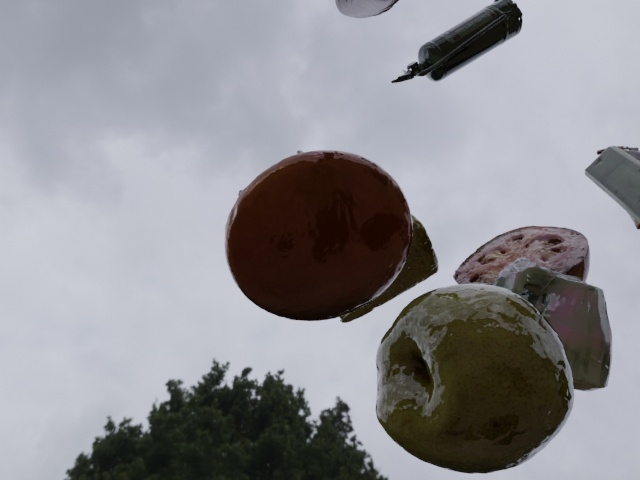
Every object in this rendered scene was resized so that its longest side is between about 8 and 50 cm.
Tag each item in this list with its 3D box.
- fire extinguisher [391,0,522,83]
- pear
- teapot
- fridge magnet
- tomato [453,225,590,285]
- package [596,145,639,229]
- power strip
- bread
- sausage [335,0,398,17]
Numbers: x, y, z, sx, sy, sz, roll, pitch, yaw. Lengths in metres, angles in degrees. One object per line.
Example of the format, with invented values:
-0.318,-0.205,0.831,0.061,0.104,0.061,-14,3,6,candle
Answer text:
0.297,-0.426,0.958,0.294,0.118,0.093,-31,-63,-3,fire extinguisher
0.182,0.158,0.508,0.211,0.188,0.228,11,-57,-27,pear
0.353,0.132,0.704,0.222,0.163,0.178,14,-98,1,teapot
0.000,0.000,0.831,0.364,0.155,0.363,-5,-61,-10,fridge magnet
0.549,0.098,1.149,0.338,0.338,0.143,-27,-69,15,tomato
0.862,-0.136,1.095,0.223,0.288,0.108,3,-26,-8,package
0.662,-0.098,0.884,0.066,0.387,0.092,29,-61,-7,power strip
0.132,0.062,1.290,0.362,0.233,0.245,-35,-47,2,bread
0.078,-0.428,0.737,0.088,0.433,0.087,-1,-65,-2,sausage
